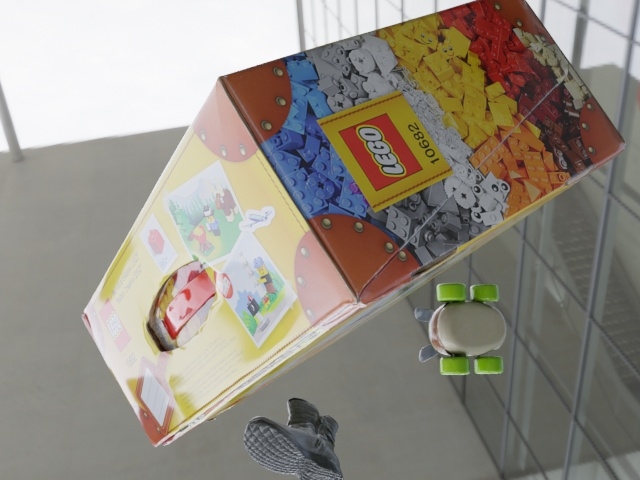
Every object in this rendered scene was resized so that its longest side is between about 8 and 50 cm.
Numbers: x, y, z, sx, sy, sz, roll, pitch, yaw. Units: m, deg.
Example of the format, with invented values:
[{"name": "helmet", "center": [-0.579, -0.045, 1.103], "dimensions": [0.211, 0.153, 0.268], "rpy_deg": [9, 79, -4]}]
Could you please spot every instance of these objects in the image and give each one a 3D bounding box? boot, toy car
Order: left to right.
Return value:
[{"name": "boot", "center": [-0.055, 0.365, 1.469], "dimensions": [0.083, 0.246, 0.161], "rpy_deg": [-38, -148, 19]}, {"name": "toy car", "center": [0.227, 0.164, 1.397], "dimensions": [0.148, 0.155, 0.188], "rpy_deg": [4, 169, -29]}]

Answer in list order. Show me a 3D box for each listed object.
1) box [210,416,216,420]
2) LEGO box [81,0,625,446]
[{"name": "box", "center": [-0.252, 0.226, 1.479], "dimensions": [0.021, 0.164, 0.201], "rpy_deg": [-23, -136, 15]}, {"name": "LEGO box", "center": [0.000, 0.000, 0.817], "dimensions": [0.372, 0.500, 0.193], "rpy_deg": [-26, -100, -36]}]
